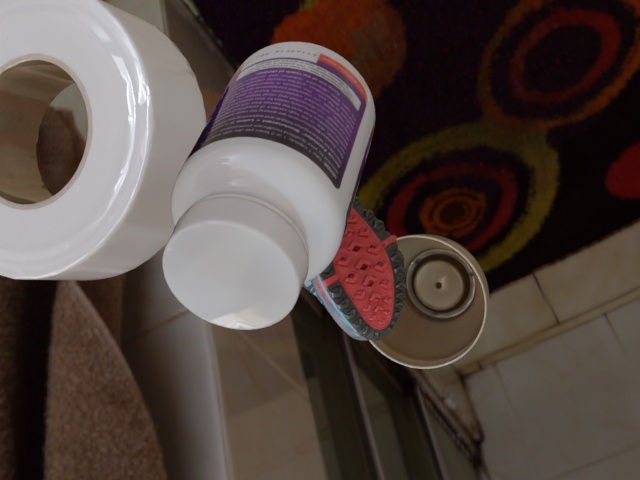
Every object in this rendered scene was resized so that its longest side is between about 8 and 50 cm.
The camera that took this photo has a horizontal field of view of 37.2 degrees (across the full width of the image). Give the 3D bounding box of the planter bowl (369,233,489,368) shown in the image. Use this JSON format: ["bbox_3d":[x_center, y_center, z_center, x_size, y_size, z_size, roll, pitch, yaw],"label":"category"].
[{"bbox_3d":[0.135,0.065,1.170,0.162,0.162,0.109,-39,174,23],"label":"planter bowl"}]

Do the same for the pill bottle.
[{"bbox_3d":[-0.031,-0.037,0.602,0.108,0.193,0.108,7,128,9],"label":"pill bottle"}]

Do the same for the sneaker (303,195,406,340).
[{"bbox_3d":[0.000,0.000,1.046,0.104,0.262,0.125,-21,162,-27],"label":"sneaker"}]

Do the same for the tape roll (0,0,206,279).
[{"bbox_3d":[-0.258,-0.100,0.944,0.286,0.286,0.100,-34,165,19],"label":"tape roll"}]
